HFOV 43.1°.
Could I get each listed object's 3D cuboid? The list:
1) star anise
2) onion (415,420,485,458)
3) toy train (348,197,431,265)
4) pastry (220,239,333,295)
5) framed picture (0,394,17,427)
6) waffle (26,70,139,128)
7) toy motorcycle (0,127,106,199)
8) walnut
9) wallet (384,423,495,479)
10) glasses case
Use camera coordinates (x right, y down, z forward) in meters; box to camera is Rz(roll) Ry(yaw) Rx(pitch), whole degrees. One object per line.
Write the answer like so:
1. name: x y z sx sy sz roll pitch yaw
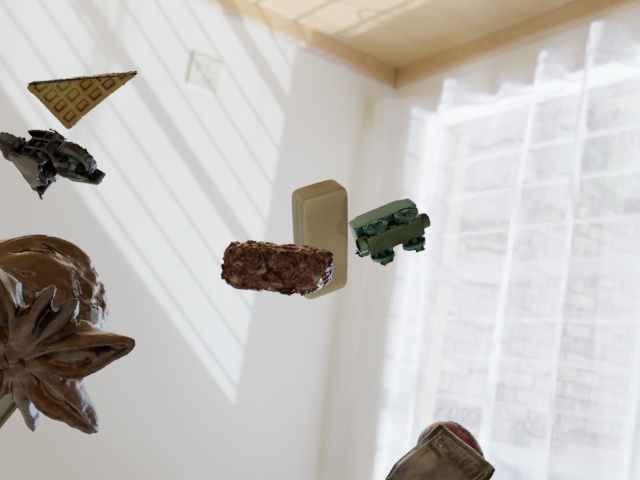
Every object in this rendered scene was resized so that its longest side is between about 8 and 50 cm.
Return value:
1. star anise: -0.444 0.148 1.186 0.349 0.292 0.109 6 -167 -3
2. onion: 0.304 0.515 1.922 0.153 0.177 0.177 -2 173 -19
3. toy train: 0.177 -0.027 2.091 0.203 0.112 0.163 -20 -156 -9
4. pastry: -0.077 0.050 1.498 0.208 0.097 0.115 4 -160 10
5. framed picture: -0.527 0.229 1.315 0.010 0.201 0.136 43 -176 41
6. waffle: -0.377 -0.256 1.293 0.097 0.152 0.023 53 177 -27
7. toy motorcycle: -0.556 -0.157 1.688 0.270 0.106 0.159 13 147 29
8. walnut: -0.514 0.108 1.454 0.227 0.273 0.273 -38 158 7
9. wallet: 0.145 0.472 1.443 0.041 0.323 0.247 52 173 -13
10. glasses case: 0.000 0.000 2.078 0.131 0.313 0.070 -18 -142 -23
